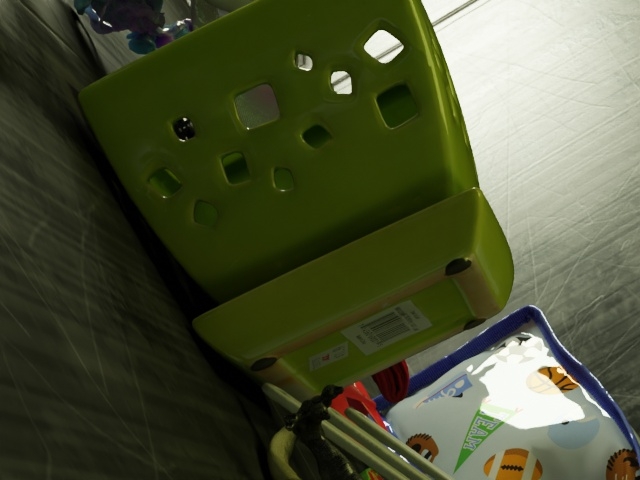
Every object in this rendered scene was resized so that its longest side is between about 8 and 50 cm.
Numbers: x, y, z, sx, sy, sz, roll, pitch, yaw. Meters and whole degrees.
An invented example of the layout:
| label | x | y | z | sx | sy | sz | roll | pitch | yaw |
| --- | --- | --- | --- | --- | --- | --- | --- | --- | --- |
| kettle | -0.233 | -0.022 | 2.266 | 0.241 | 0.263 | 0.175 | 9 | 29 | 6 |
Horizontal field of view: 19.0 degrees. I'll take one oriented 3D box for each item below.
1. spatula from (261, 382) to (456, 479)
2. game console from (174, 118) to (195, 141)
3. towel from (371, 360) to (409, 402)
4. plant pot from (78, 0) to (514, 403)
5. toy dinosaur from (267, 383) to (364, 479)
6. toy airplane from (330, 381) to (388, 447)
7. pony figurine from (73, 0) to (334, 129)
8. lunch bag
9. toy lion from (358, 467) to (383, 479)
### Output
| label | x | y | z | sx | sy | sz | roll | pitch | yaw |
| --- | --- | --- | --- | --- | --- | --- | --- | --- | --- |
| spatula | 0.080 | 0.164 | 1.192 | 0.242 | 0.019 | 0.168 | 32 | 4 | 28 |
| game console | -0.087 | -0.056 | 1.701 | 0.213 | 0.044 | 0.361 | 54 | 4 | -39 |
| towel | 0.000 | 0.000 | 1.681 | 0.275 | 0.031 | 0.199 | -124 | -168 | -53 |
| plant pot | 0.003 | -0.026 | 1.254 | 0.228 | 0.227 | 0.207 | 53 | 13 | -71 |
| toy dinosaur | 0.008 | 0.154 | 1.046 | 0.268 | 0.064 | 0.118 | -122 | -167 | -49 |
| toy airplane | 0.019 | 0.135 | 1.721 | 0.151 | 0.028 | 0.151 | 54 | 6 | -8 |
| pony figurine | -0.070 | -0.221 | 1.517 | 0.351 | 0.303 | 0.363 | 27 | -5 | 42 |
| lunch bag | 0.234 | 0.305 | 1.734 | 0.328 | 0.239 | 0.385 | 60 | -5 | -34 |
| toy lion | 0.063 | 0.232 | 1.545 | 0.096 | 0.034 | 0.100 | 45 | 13 | -51 |
